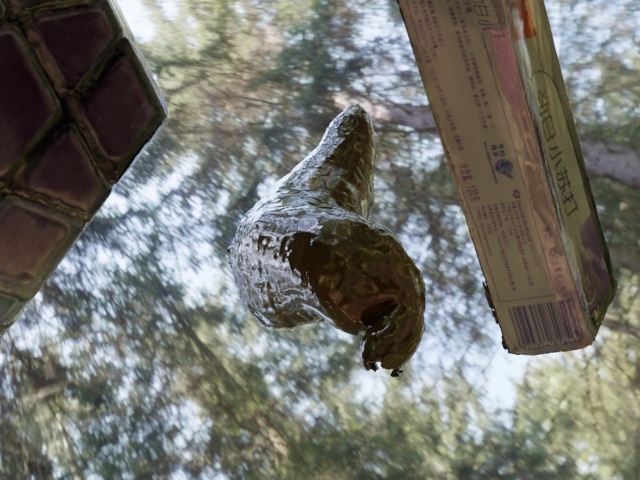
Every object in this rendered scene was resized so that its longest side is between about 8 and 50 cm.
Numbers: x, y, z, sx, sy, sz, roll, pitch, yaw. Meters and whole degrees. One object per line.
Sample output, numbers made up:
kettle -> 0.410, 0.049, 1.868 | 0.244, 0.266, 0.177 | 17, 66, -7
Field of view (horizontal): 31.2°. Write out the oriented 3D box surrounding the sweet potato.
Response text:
sweet potato -> -0.003, 0.002, 0.763 | 0.124, 0.310, 0.098 | -27, -68, 9

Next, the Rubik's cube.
Rubik's cube -> -0.237, -0.085, 0.632 | 0.319, 0.264, 0.319 | 2, -84, 25

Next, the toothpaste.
toothpaste -> 0.071, -0.044, 0.437 | 0.047, 0.040, 0.196 | -55, -48, -47
